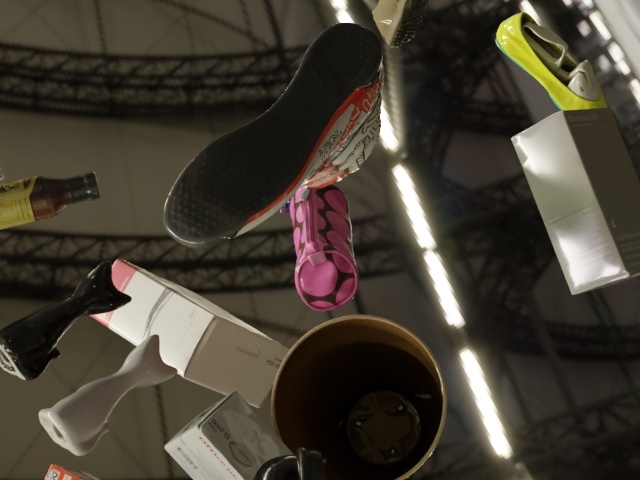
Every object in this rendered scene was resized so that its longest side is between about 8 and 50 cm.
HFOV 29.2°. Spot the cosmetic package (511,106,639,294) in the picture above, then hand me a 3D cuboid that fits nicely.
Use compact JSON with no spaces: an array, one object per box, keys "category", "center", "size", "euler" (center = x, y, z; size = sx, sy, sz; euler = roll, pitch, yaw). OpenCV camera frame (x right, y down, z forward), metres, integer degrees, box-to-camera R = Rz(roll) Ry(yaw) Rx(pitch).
[{"category":"cosmetic package","center":[0.367,-0.056,1.669],"size":[0.127,0.107,0.238],"euler":[-12,-99,-45]}]

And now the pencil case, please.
[{"category":"pencil case","center":[0.000,0.000,1.627],"size":[0.209,0.095,0.098],"euler":[-101,1,-59]}]

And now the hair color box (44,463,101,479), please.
[{"category":"hair color box","center":[-0.334,0.396,1.857],"size":[0.167,0.053,0.093],"euler":[16,170,37]}]

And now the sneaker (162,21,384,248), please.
[{"category":"sneaker","center":[-0.032,-0.069,1.155],"size":[0.090,0.270,0.145],"euler":[34,161,19]}]

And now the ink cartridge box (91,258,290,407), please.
[{"category":"ink cartridge box","center":[-0.222,0.155,2.075],"size":[0.283,0.117,0.207],"euler":[26,177,43]}]

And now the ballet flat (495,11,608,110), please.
[{"category":"ballet flat","center":[0.367,-0.261,1.876],"size":[0.231,0.077,0.077],"euler":[43,-131,1]}]

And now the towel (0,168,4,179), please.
[{"category":"towel","center":[-0.672,-0.112,1.922],"size":[0.248,0.325,0.038],"euler":[-1,-88,-42]}]

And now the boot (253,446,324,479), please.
[{"category":"boot","center":[-0.152,0.353,1.274],"size":[0.260,0.348,0.131],"euler":[16,-167,-13]}]

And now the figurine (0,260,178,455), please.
[{"category":"figurine","center":[-0.332,0.167,1.771],"size":[0.209,0.092,0.215],"euler":[-37,-78,-26]}]

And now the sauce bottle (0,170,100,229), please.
[{"category":"sauce bottle","center":[-0.264,-0.036,1.108],"size":[0.042,0.128,0.042],"euler":[166,90,-78]}]

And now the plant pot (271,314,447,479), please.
[{"category":"plant pot","center":[0.072,0.250,1.745],"size":[0.237,0.237,0.254],"euler":[63,-179,20]}]

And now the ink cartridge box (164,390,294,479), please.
[{"category":"ink cartridge box","center":[-0.114,0.274,1.566],"size":[0.127,0.175,0.072],"euler":[48,-117,-1]}]

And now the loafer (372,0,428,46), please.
[{"category":"loafer","center":[0.088,-0.264,1.238],"size":[0.050,0.148,0.056],"euler":[42,-140,20]}]
